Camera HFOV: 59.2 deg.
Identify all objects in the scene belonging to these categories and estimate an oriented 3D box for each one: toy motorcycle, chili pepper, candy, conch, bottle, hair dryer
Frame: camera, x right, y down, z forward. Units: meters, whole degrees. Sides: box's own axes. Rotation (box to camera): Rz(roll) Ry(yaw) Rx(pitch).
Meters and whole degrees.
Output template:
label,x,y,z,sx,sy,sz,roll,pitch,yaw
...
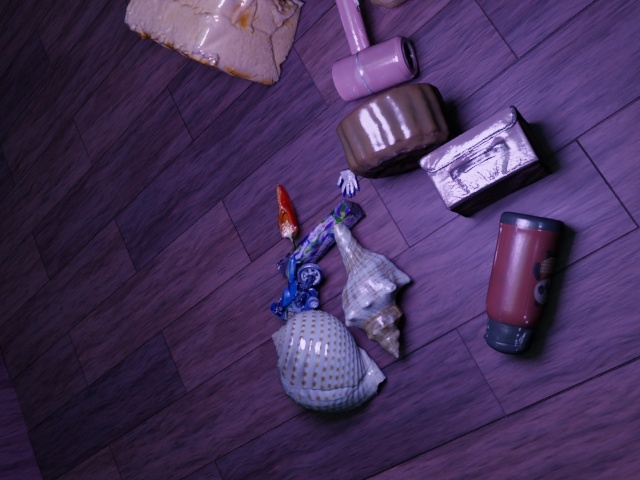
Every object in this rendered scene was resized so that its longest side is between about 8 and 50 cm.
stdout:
label,x,y,z,sx,sy,sz,roll,pitch,yaw
toy motorcycle,-0.074,0.165,1.677,0.136,0.092,0.254,11,118,-6
chili pepper,-0.102,-0.072,1.725,0.059,0.050,0.267,-37,48,26
candy,0.000,0.000,1.664,0.312,0.088,0.061,-44,63,25
conch,-0.002,0.364,1.591,0.319,0.215,0.302,32,119,22
bottle,0.474,0.105,1.347,0.144,0.144,0.335,14,100,31
conch,0.144,0.129,1.529,0.169,0.203,0.385,172,81,-74
hair dryer,0.113,-0.577,1.528,0.210,0.125,0.352,-12,103,30

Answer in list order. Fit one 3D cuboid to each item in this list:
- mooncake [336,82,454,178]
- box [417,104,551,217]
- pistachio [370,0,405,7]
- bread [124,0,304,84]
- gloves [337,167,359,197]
label,x,y,z,sx,sy,sz,roll,pitch,yaw
mooncake,0.191,-0.264,1.432,0.290,0.290,0.161,-24,82,30
box,0.401,-0.179,1.365,0.252,0.188,0.153,-30,72,26
pistachio,0.220,-0.730,1.502,0.238,0.138,0.153,-45,40,31
bread,-0.310,-0.665,1.690,0.371,0.390,0.279,29,110,30
gloves,0.080,-0.168,1.654,0.064,0.026,0.086,-16,86,32
